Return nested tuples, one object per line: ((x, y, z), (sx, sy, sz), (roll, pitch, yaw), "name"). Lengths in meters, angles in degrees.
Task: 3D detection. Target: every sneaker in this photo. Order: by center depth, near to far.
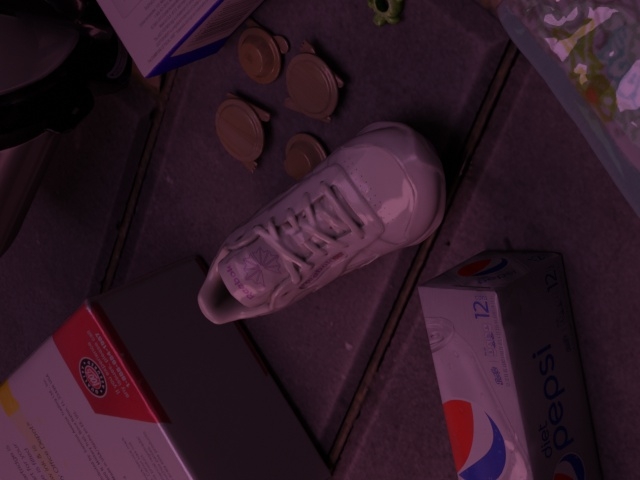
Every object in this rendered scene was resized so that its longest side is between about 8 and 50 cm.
((0.000, 0.000, 1.759), (0.114, 0.152, 0.305), (52, 138, -1), "sneaker")

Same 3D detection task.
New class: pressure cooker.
((-0.411, -0.178, 1.916), (0.375, 0.370, 0.420), (46, 138, 13), "pressure cooker")

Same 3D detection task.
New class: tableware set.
((-0.039, -0.125, 1.836), (0.141, 0.020, 0.169), (34, 130, 29), "tableware set")

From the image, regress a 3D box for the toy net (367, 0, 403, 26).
((0.065, -0.282, 1.639), (0.122, 0.045, 0.232), (51, 136, 13), "toy net")

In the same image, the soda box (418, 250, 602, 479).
((0.173, 0.157, 1.712), (0.091, 0.098, 0.286), (3, 112, 44), "soda box")

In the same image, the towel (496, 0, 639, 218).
((0.319, -0.144, 1.428), (0.374, 0.090, 0.320), (54, 137, 9), "towel")

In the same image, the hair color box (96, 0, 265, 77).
((-0.171, -0.344, 1.790), (0.185, 0.110, 0.339), (-38, 82, 46), "hair color box")

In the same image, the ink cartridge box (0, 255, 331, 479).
((-0.206, 0.232, 2.069), (0.279, 0.160, 0.384), (58, 137, 7), "ink cartridge box")
